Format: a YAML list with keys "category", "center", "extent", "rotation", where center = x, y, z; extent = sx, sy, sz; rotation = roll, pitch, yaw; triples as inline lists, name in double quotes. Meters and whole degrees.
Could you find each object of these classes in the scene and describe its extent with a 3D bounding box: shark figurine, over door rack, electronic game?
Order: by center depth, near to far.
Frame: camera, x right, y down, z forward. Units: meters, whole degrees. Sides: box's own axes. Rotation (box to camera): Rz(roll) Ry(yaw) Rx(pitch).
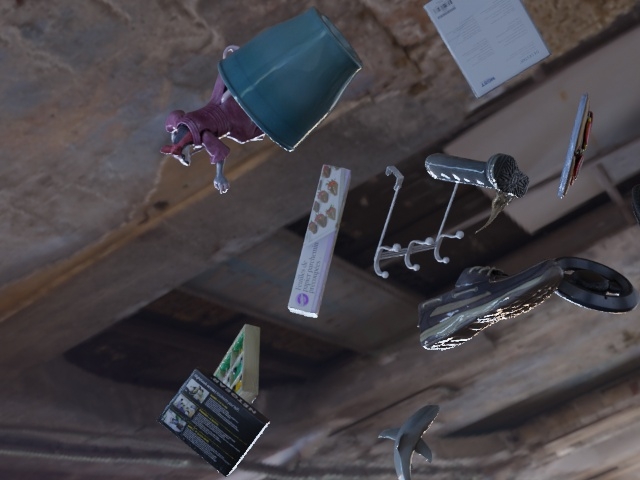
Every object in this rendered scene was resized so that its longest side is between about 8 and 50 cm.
- category: "electronic game"
  center: [0.615, 0.100, 2.115]
  extent: [0.229, 0.048, 0.229]
  rotation: [11, -155, -5]
- category: "shark figurine"
  center: [0.220, 0.547, 2.317]
  extent: [0.116, 0.166, 0.278]
  rotation: [58, -151, -61]
- category: "over door rack"
  center: [0.281, -0.056, 2.547]
  extent: [0.239, 0.324, 0.108]
  rotation: [-11, -148, -30]

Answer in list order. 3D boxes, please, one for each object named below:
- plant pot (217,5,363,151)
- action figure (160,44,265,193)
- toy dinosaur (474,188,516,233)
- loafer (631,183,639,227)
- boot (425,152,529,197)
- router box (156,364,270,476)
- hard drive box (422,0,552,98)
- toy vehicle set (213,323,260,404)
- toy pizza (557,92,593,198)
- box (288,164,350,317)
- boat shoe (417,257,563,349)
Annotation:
- category: "plant pot"
  center: [-0.052, -0.389, 2.123]
  extent: [0.271, 0.255, 0.271]
  rotation: [46, -164, -17]
- category: "action figure"
  center: [-0.282, -0.318, 2.504]
  extent: [0.248, 0.276, 0.370]
  rotation: [34, -139, 14]
- category: "toy dinosaur"
  center: [0.455, -0.091, 2.360]
  extent: [0.053, 0.092, 0.183]
  rotation: [27, -128, 1]
- category: "loafer"
  center: [0.651, -0.017, 1.780]
  extent: [0.078, 0.080, 0.220]
  rotation: [88, 175, -52]
- category: "boot"
  center: [0.314, -0.152, 1.937]
  extent: [0.208, 0.076, 0.189]
  rotation: [25, 174, 34]
- category: "router box"
  center: [-0.209, 0.351, 1.803]
  extent: [0.179, 0.133, 0.046]
  rotation: [38, -174, 7]
- category: "hard drive box"
  center: [0.352, -0.450, 1.967]
  extent: [0.232, 0.181, 0.089]
  rotation: [57, -167, -12]
- category: "toy vehicle set"
  center: [-0.195, 0.323, 2.018]
  extent: [0.035, 0.267, 0.166]
  rotation: [15, -133, -18]
- category: "toy pizza"
  center: [0.478, -0.173, 1.715]
  extent: [0.201, 0.032, 0.201]
  rotation: [14, -90, -78]
- category: "box"
  center: [0.000, 0.000, 1.978]
  extent: [0.067, 0.063, 0.324]
  rotation: [76, -153, -75]
- category: "boat shoe"
  center: [0.348, 0.115, 1.997]
  extent: [0.132, 0.355, 0.130]
  rotation: [17, -132, -55]
